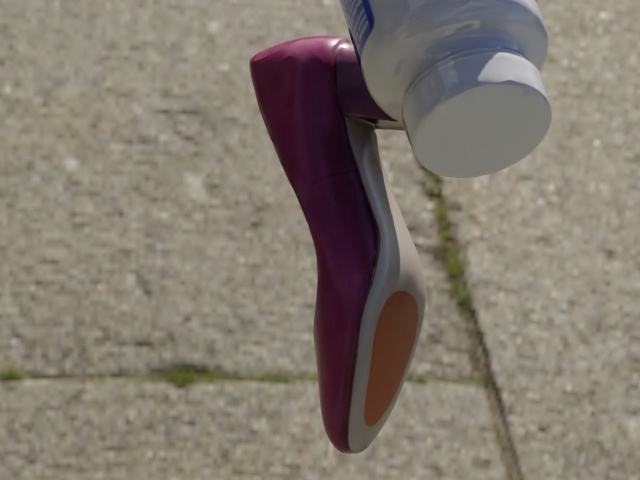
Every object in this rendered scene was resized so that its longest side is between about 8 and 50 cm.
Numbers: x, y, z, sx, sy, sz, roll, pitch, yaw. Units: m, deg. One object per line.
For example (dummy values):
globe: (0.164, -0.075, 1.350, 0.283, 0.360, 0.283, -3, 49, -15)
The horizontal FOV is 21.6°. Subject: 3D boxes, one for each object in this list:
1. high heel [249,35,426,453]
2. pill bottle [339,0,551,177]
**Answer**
high heel: (0.000, 0.000, 1.519, 0.181, 0.127, 0.377, 3, 75, 27)
pill bottle: (0.096, -0.187, 1.361, 0.152, 0.152, 0.272, -5, 54, -14)
